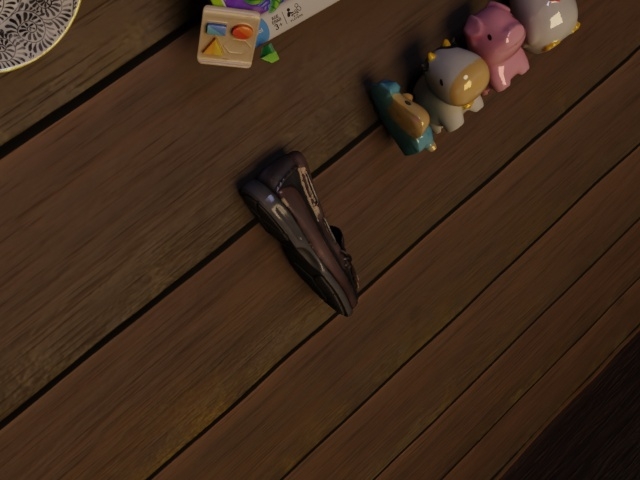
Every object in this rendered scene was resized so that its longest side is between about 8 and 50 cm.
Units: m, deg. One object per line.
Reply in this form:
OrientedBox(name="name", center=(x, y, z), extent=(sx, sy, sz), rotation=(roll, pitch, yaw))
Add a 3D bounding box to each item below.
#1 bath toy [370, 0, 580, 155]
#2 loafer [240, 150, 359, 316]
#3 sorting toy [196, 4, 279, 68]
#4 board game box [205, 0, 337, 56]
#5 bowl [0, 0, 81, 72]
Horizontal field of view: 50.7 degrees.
OrientedBox(name="bath toy", center=(0.228, -0.269, 0.961), extent=(0.348, 0.151, 0.129), rotation=(-40, 103, -15))
OrientedBox(name="loafer", center=(0.000, 0.000, 0.951), extent=(0.095, 0.109, 0.302), rotation=(-47, 137, -12))
OrientedBox(name="sorting toy", center=(-0.079, -0.201, 0.678), extent=(0.083, 0.012, 0.062), rotation=(2, 135, -17))
OrientedBox(name="board game box", center=(0.013, -0.368, 0.647), extent=(0.347, 0.078, 0.233), rotation=(-30, 137, -2))
OrientedBox(name="bowl", center=(-0.284, -0.226, 0.537), extent=(0.170, 0.080, 0.170), rotation=(-23, 132, -29))
